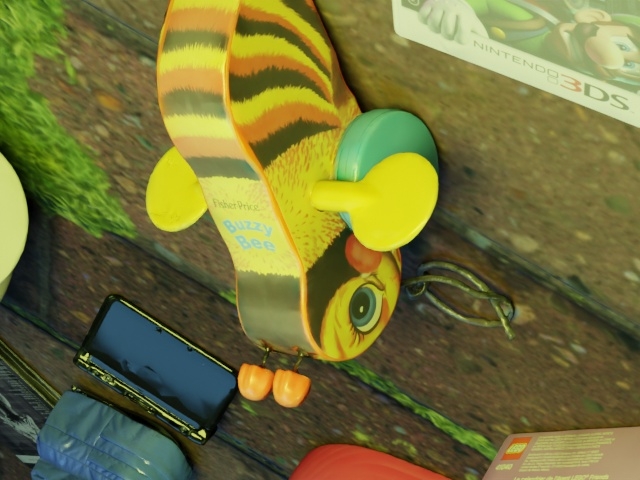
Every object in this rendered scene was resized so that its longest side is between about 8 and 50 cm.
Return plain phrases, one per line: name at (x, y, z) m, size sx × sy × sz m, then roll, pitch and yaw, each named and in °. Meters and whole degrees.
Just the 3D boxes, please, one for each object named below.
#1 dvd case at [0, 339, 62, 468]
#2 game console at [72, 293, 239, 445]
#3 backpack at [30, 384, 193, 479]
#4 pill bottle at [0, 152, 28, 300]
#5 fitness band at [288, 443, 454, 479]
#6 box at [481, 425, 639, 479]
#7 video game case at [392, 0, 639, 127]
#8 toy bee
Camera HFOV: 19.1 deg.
dvd case at (-0.291, 0.136, 1.724) m, size 0.164 × 0.018 × 0.221 m, roll -7°, pitch 132°, yaw 51°
game console at (-0.122, 0.097, 1.479) m, size 0.122 × 0.071 × 0.107 m, roll 33°, pitch -177°, yaw 3°
backpack at (-0.173, 0.198, 1.608) m, size 0.120 × 0.101 × 0.098 m, roll 18°, pitch 156°, yaw 21°
pill bottle at (-0.321, 0.010, 1.381) m, size 0.169 × 0.169 × 0.301 m, roll 41°, pitch 152°, yaw -15°
fitness band at (0.102, 0.248, 1.443) m, size 0.291 × 0.054 × 0.209 m, roll 19°, pitch 147°, yaw 25°
box at (0.257, 0.195, 1.169) m, size 0.201 × 0.057 × 0.293 m, roll 45°, pitch 151°, yaw -20°
video game case at (0.106, -0.128, 0.839) m, size 0.173 × 0.022 × 0.190 m, roll 23°, pitch 151°, yaw 19°
toy bee at (0.000, 0.000, 1.017) m, size 0.298 × 0.162 × 0.195 m, roll 43°, pitch 150°, yaw -17°
